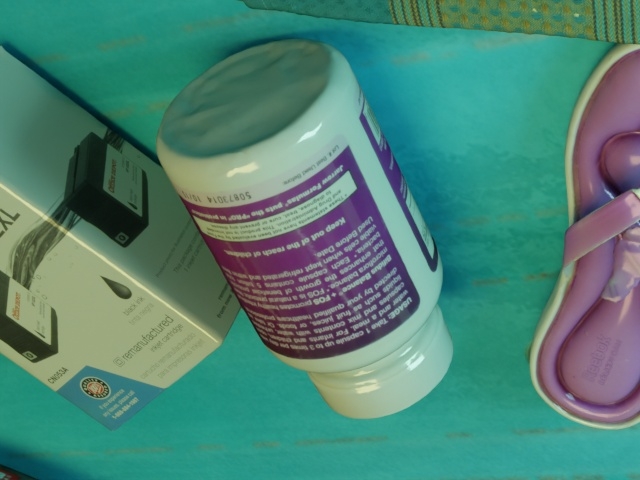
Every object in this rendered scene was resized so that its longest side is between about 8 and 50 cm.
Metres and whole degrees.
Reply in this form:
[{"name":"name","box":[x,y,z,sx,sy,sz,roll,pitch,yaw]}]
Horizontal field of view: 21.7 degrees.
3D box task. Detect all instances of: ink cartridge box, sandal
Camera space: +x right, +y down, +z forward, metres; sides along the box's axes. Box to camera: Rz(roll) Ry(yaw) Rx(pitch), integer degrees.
[{"name":"ink cartridge box","box":[-0.239,0.006,1.515,0.307,0.129,0.223,37,139,-13]},{"name":"sandal","box":[0.257,0.024,1.305,0.169,0.102,0.416,14,135,11]}]

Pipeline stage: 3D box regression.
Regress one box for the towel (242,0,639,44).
[{"name":"towel","box":[0.092,-0.261,1.142,0.370,0.040,0.271,7,132,19]}]

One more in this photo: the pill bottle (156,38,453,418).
[{"name":"pill bottle","box":[0.000,0.000,1.361,0.169,0.169,0.301,-5,130,30]}]

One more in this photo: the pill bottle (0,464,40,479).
[{"name":"pill bottle","box":[-0.348,0.347,1.895,0.283,0.161,0.161,21,138,6]}]
